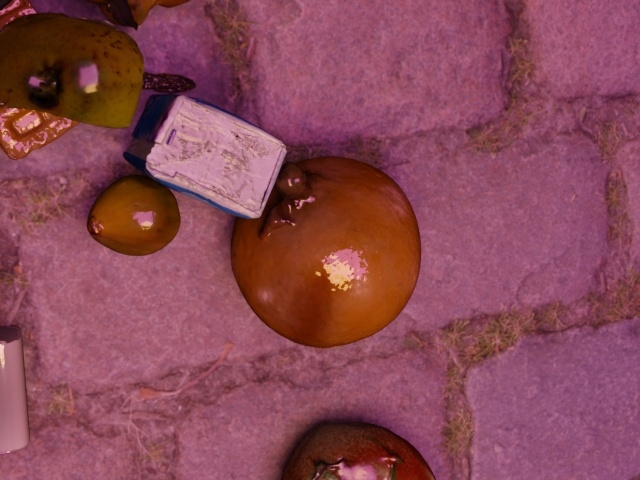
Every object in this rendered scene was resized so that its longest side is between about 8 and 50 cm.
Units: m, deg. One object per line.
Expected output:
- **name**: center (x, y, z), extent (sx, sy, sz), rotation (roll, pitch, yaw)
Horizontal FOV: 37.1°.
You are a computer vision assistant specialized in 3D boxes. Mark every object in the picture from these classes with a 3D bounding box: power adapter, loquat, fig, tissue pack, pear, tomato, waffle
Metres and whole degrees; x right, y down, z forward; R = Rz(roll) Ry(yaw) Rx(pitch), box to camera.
- **power adapter**: center (-0.578, 0.279, 1.567), extent (0.187, 0.124, 0.255), rotation (-5, 101, -16)
- **loquat**: center (0.000, 0.000, 1.595), extent (0.328, 0.328, 0.359), rotation (-37, 136, -9)
- **fig**: center (-0.310, -0.039, 1.597), extent (0.153, 0.121, 0.135), rotation (-28, 87, 6)
- **tissue pack**: center (-0.192, -0.143, 1.543), extent (0.198, 0.263, 0.146), rotation (24, 91, -20)
- **pear**: center (-0.384, -0.258, 1.408), extent (0.238, 0.255, 0.163), rotation (10, 97, -15)
- **tomato**: center (0.062, 0.483, 1.748), extent (0.304, 0.239, 0.303), rotation (0, 89, -11)
- **waffle**: center (-0.499, -0.282, 1.530), extent (0.168, 0.057, 0.274), rotation (-33, 107, -10)

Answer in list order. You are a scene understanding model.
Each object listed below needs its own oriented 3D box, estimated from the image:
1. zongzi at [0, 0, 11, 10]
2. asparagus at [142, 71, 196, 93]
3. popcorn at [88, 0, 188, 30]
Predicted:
- **zongzi**: center (-0.646, -0.443, 1.373), extent (0.319, 0.362, 0.383), rotation (-52, 138, -19)
- **asparagus**: center (-0.292, -0.268, 1.614), extent (0.165, 0.030, 0.036), rotation (2, 75, -16)
- **popcorn**: center (-0.282, -0.484, 1.483), extent (0.316, 0.281, 0.297), rotation (-18, 146, -42)
